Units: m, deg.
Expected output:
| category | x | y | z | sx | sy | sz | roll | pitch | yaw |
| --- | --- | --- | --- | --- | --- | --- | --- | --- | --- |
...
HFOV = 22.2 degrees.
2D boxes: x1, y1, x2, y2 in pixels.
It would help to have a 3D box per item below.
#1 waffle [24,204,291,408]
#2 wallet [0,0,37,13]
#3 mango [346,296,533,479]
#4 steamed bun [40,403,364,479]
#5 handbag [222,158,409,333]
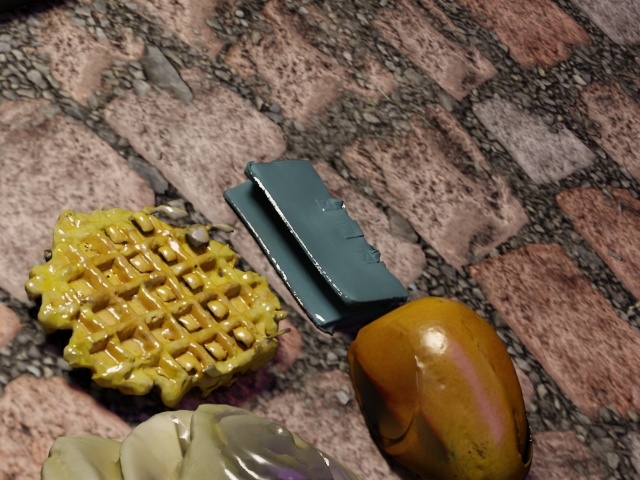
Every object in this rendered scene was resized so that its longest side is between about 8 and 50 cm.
| category | x | y | z | sx | sy | sz | roll | pitch | yaw |
| --- | --- | --- | --- | --- | --- | --- | --- | --- | --- |
| waffle | -0.167 | 0.067 | 1.668 | 0.280 | 0.060 | 0.262 | 22 | 41 | -18 |
| wallet | -0.472 | -0.323 | 1.848 | 0.228 | 0.062 | 0.406 | 43 | 35 | 9 |
| mango | 0.149 | 0.170 | 1.753 | 0.166 | 0.136 | 0.236 | 11 | 48 | -37 |
| steamed bun | -0.081 | 0.259 | 1.356 | 0.394 | 0.237 | 0.346 | -10 | 54 | -48 |
| handbag | 0.000 | 0.000 | 1.890 | 0.144 | 0.057 | 0.221 | -8 | 54 | -50 |
